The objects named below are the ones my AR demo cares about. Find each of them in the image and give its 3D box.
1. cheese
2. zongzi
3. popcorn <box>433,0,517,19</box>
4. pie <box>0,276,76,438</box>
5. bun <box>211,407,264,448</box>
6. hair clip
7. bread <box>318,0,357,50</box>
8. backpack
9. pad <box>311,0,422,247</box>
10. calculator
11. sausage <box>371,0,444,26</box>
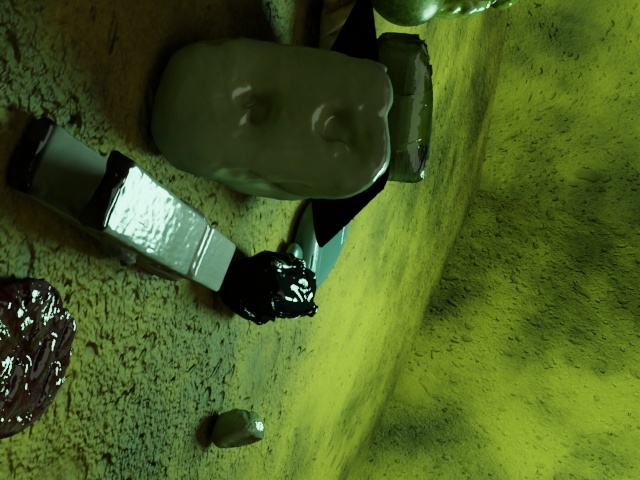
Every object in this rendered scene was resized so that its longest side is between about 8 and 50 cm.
[{"bbox_3d":[-0.076,-0.138,0.940,0.248,0.251,0.173,-178,-88,-70],"label":"cheese"},{"bbox_3d":[0.145,-0.278,1.594,0.300,0.145,0.273,-79,173,-68],"label":"zongzi"},{"bbox_3d":[0.226,-0.523,1.304,0.279,0.274,0.335,-122,-139,-75],"label":"popcorn"},{"bbox_3d":[-0.267,0.104,0.712,0.154,0.036,0.154,16,90,-73],"label":"pie"},{"bbox_3d":[-0.130,0.293,1.287,0.086,0.086,0.054,73,6,-63],"label":"bun"},{"bbox_3d":[-0.176,-0.014,0.804,0.331,0.101,0.085,59,45,-71],"label":"hair clip"},{"bbox_3d":[0.038,-0.291,1.224,0.119,0.084,0.177,-77,166,-61],"label":"bread"},{"bbox_3d":[-0.074,0.065,1.186,0.165,0.120,0.105,46,40,-72],"label":"backpack"},{"bbox_3d":[0.048,-0.175,1.098,0.375,0.063,0.315,139,-54,-71],"label":"pad"},{"bbox_3d":[0.000,0.000,1.485,0.299,0.041,0.185,-45,148,-62],"label":"calculator"},{"bbox_3d":[0.086,-0.424,1.112,0.347,0.123,0.123,53,53,-49],"label":"sausage"}]
